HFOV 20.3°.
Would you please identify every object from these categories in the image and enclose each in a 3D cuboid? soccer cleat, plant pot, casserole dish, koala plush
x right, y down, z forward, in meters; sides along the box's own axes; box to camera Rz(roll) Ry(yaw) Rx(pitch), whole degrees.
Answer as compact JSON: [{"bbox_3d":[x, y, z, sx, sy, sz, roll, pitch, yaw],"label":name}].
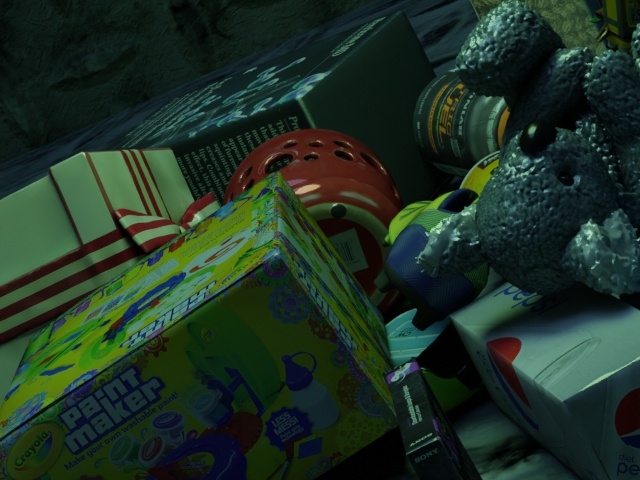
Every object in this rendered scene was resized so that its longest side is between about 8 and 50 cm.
[{"bbox_3d":[0.143,0.077,1.484,0.179,0.072,0.060,-37,55,-23],"label":"soccer cleat"},{"bbox_3d":[0.116,0.001,1.555,0.121,0.093,0.289,-45,2,10],"label":"soccer cleat"},{"bbox_3d":[0.000,0.000,1.826,0.191,0.191,0.174,-27,23,2],"label":"plant pot"},{"bbox_3d":[0.104,0.091,1.600,0.114,0.037,0.188,-37,16,-36],"label":"casserole dish"},{"bbox_3d":[0.186,-0.039,1.345,0.196,0.203,0.221,6,41,25],"label":"koala plush"}]

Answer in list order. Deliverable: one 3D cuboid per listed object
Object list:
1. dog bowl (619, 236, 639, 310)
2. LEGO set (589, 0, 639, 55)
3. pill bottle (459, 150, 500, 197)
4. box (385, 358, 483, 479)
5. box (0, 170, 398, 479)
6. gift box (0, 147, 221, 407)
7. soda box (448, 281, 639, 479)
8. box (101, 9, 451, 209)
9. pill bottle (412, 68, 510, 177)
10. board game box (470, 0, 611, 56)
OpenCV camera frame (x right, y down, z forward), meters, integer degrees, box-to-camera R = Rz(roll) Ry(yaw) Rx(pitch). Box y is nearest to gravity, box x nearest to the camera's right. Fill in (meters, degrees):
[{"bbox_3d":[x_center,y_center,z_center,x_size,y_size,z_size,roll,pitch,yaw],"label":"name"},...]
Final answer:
[{"bbox_3d":[0.317,0.036,1.326,0.166,0.074,0.297,-28,15,-5],"label":"dog bowl"},{"bbox_3d":[0.406,-0.152,1.539,0.331,0.192,0.255,27,54,37],"label":"LEGO set"},{"bbox_3d":[0.195,-0.021,1.662,0.117,0.117,0.215,-28,14,-4],"label":"pill bottle"},{"bbox_3d":[0.088,0.158,1.226,0.029,0.116,0.162,-28,14,3],"label":"box"},{"bbox_3d":[-0.105,0.117,1.527,0.290,0.177,0.279,-34,13,8],"label":"box"},{"bbox_3d":[-0.225,0.056,1.921,0.258,0.276,0.255,-26,0,19],"label":"gift box"},{"bbox_3d":[0.188,0.097,1.308,0.098,0.091,0.286,-29,14,-5],"label":"soda box"},{"bbox_3d":[-0.069,-0.083,2.182,0.395,0.212,0.293,-17,17,34],"label":"box"},{"bbox_3d":[0.203,-0.126,1.999,0.130,0.130,0.246,-30,14,-12],"label":"pill bottle"},{"bbox_3d":[0.329,-0.294,2.156,0.141,0.232,0.291,-15,19,40],"label":"board game box"}]
